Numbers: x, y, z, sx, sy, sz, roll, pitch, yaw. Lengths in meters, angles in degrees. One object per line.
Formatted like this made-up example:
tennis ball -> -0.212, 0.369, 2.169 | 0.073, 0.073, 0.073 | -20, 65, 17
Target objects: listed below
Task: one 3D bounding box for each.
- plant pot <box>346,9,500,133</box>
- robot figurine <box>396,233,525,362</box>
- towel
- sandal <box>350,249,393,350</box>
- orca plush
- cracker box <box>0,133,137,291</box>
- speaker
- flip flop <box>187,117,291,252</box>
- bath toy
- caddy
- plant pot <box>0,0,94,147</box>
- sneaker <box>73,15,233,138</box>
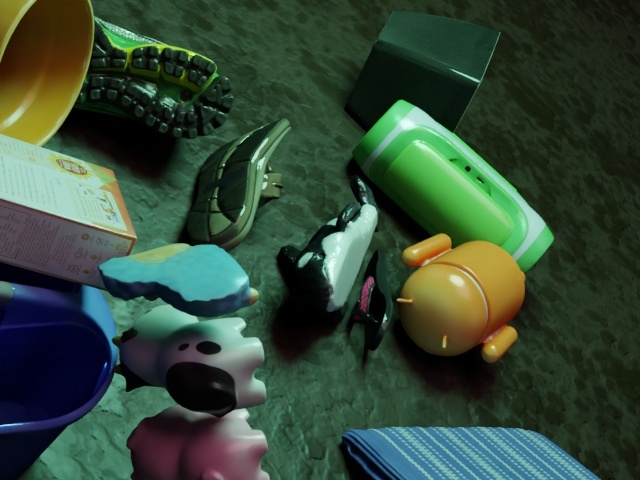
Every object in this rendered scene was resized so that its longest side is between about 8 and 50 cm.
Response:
plant pot -> 0.148, -0.244, 1.946 | 0.167, 0.187, 0.188 | 27, 37, 1
robot figurine -> 0.185, 0.075, 1.684 | 0.219, 0.128, 0.158 | -26, 111, -52
towel -> 0.210, 0.293, 1.492 | 0.336, 0.040, 0.243 | 7, 21, -38
sandal -> 0.060, 0.075, 1.629 | 0.040, 0.067, 0.179 | 20, 33, -15
orca plush -> 0.000, 0.000, 1.619 | 0.102, 0.151, 0.287 | 10, 39, 11
cracker box -> -0.299, -0.042, 1.184 | 0.232, 0.067, 0.155 | 19, 20, -26
speaker -> 0.189, -0.065, 1.830 | 0.296, 0.131, 0.131 | 43, 36, 2
flip flop -> -0.093, -0.062, 1.606 | 0.080, 0.112, 0.277 | 54, 27, -27
bath toy -> -0.125, 0.182, 1.182 | 0.129, 0.348, 0.151 | -11, 19, -21
caddy -> -0.349, 0.091, 1.142 | 0.341, 0.179, 0.241 | -2, 55, -43
plant pot -> -0.386, -0.220, 1.418 | 0.188, 0.205, 0.205 | 22, 34, 13
sneaker -> -0.284, -0.214, 1.590 | 0.344, 0.134, 0.146 | 21, 4, -15
